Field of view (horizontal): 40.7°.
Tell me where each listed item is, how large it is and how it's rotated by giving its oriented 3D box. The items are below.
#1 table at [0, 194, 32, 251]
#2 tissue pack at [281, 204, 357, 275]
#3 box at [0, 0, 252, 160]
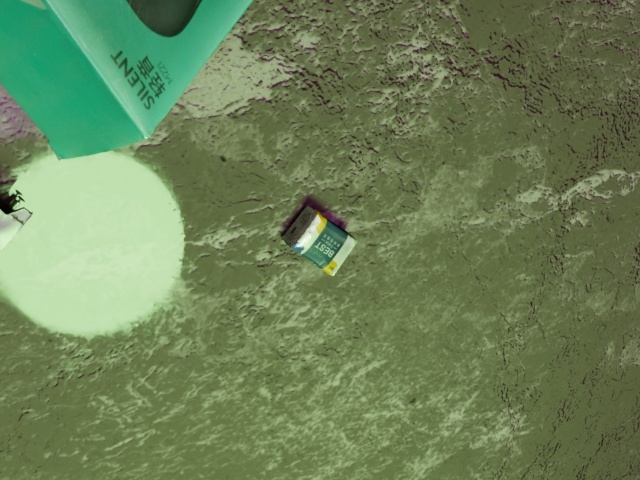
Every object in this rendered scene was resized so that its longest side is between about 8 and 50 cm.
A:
[{"bbox_3d":[-0.368,-0.027,0.929,0.082,0.070,0.083,-49,124,-5],"label":"table"},{"bbox_3d":[0.000,0.000,1.150,0.083,0.042,0.062,36,90,-35],"label":"tissue pack"},{"bbox_3d":[-0.182,-0.252,0.804,0.205,0.118,0.311,56,44,-32],"label":"box"}]
